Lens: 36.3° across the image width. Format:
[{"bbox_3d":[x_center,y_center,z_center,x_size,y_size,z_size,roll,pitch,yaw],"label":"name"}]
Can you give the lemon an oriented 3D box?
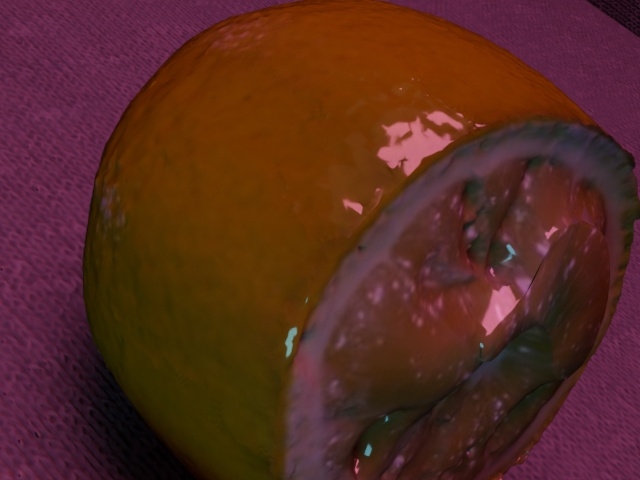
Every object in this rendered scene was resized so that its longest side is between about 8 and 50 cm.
[{"bbox_3d":[0.000,0.000,0.661,0.364,0.364,0.364,18,36,-13],"label":"lemon"}]
